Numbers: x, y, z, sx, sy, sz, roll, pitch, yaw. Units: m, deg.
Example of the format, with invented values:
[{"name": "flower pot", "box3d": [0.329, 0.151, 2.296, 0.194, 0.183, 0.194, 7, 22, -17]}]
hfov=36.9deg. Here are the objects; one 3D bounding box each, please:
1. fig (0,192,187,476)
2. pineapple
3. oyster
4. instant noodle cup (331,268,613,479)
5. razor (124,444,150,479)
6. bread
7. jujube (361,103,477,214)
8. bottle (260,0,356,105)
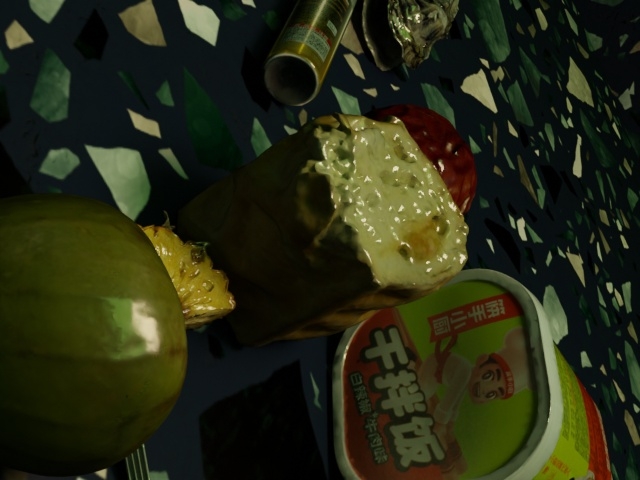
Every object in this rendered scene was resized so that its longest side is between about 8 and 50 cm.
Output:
[{"name": "fig", "box3d": [-0.214, 0.068, 0.678, 0.225, 0.203, 0.203, 8, 60, -27]}, {"name": "pineapple", "box3d": [-0.152, 0.044, 0.912, 0.137, 0.069, 0.116, 44, 42, -16]}, {"name": "oyster", "box3d": [0.164, -0.409, 1.623, 0.351, 0.158, 0.162, -49, 146, -43]}, {"name": "instant noodle cup", "box3d": [0.200, 0.224, 1.146, 0.308, 0.294, 0.294, 41, 39, -46]}, {"name": "razor", "box3d": [-0.140, 0.263, 0.799, 0.068, 0.037, 0.191, -10, 68, -15]}, {"name": "bread", "box3d": [-0.003, -0.005, 0.993, 0.238, 0.252, 0.196, 3, 71, -50]}, {"name": "jujube", "box3d": [0.109, -0.089, 1.265, 0.197, 0.197, 0.290, 60, 17, -10]}, {"name": "bottle", "box3d": [-0.008, -0.293, 1.328, 0.082, 0.082, 0.286, 50, 35, -24]}]
